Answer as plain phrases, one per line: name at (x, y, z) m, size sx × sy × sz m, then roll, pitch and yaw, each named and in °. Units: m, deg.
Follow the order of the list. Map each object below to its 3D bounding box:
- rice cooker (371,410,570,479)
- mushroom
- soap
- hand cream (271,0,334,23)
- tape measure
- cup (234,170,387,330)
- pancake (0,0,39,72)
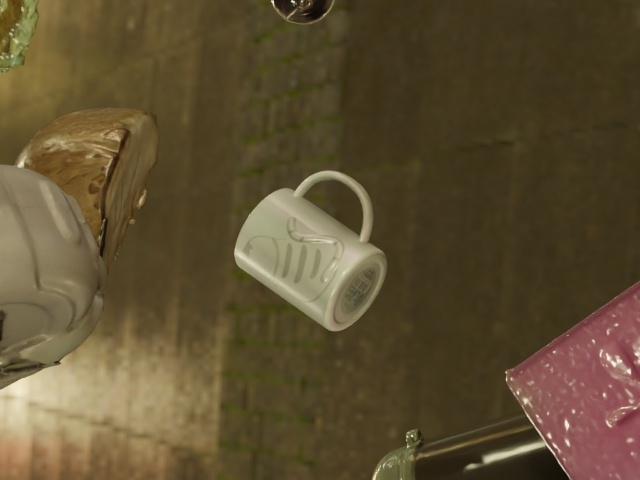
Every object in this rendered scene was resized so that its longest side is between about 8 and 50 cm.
rice cooker at (0.212, 0.336, 1.871) m, size 0.335 × 0.325 × 0.335 m, roll -18°, pitch -90°, yaw -79°
mushroom at (-0.170, -0.031, 1.296) m, size 0.209 × 0.094 × 0.072 m, roll -74°, pitch -24°, yaw -49°
soap at (0.315, 0.121, 1.610) m, size 0.181 × 0.259 × 0.081 m, roll 58°, pitch -173°, yaw 22°
hand cream at (-0.021, -0.242, 1.615) m, size 0.054 × 0.087 × 0.186 m, roll -39°, pitch 28°, yaw 16°
tape measure at (-0.229, 0.033, 1.082) m, size 0.120 × 0.236 × 0.197 m, roll 64°, pitch 159°, yaw 20°
cup at (-0.007, 0.006, 1.901) m, size 0.133 × 0.099 × 0.136 m, roll 35°, pitch 135°, yaw 26°
pancake at (-0.303, -0.230, 1.663) m, size 0.376 × 0.054 × 0.197 m, roll -43°, pitch 64°, yaw 38°
